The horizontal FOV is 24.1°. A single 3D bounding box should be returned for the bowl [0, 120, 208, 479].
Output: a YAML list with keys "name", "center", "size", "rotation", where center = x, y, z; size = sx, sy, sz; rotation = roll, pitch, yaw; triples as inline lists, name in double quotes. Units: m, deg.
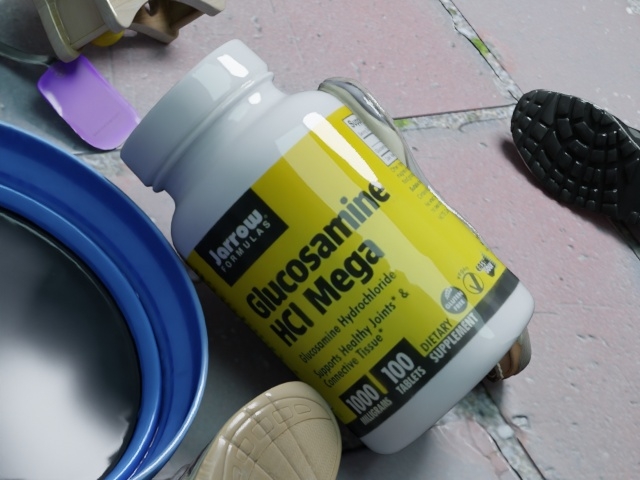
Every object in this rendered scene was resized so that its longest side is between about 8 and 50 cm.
- name: "bowl"
  center: [-0.279, 0.062, 1.111]
  size: [0.391, 0.077, 0.391]
  rotation: [18, 42, -17]

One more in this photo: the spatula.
- name: "spatula"
  center: [-0.297, -0.184, 1.378]
  size: [0.296, 0.030, 0.084]
  rotation: [34, 39, 1]

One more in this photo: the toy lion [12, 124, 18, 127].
- name: "toy lion"
  center: [-0.318, -0.095, 1.278]
  size: [0.096, 0.034, 0.100]
  rotation: [-28, 66, -38]

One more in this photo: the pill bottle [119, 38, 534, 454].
- name: "pill bottle"
  center: [0.000, 0.000, 1.236]
  size: [0.334, 0.188, 0.188]
  rotation: [45, 41, 2]

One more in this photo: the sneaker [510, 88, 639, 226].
- name: "sneaker"
  center: [0.337, -0.077, 1.654]
  size: [0.283, 0.107, 0.124]
  rotation: [31, 16, 2]

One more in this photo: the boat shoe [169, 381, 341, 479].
- name: "boat shoe"
  center: [-0.081, 0.206, 1.081]
  size: [0.103, 0.092, 0.285]
  rotation: [52, 42, -13]

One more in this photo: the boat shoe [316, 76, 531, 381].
- name: "boat shoe"
  center: [0.068, 0.004, 1.382]
  size: [0.116, 0.123, 0.324]
  rotation: [-35, 80, -13]

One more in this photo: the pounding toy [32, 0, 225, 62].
- name: "pounding toy"
  center: [-0.204, -0.243, 1.459]
  size: [0.154, 0.155, 0.269]
  rotation: [55, 31, -17]
